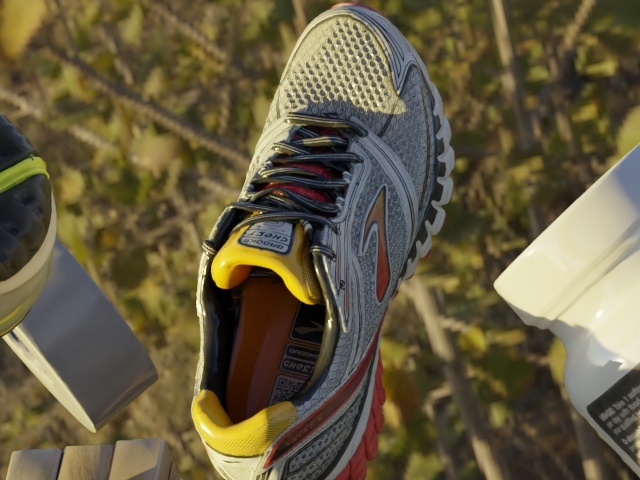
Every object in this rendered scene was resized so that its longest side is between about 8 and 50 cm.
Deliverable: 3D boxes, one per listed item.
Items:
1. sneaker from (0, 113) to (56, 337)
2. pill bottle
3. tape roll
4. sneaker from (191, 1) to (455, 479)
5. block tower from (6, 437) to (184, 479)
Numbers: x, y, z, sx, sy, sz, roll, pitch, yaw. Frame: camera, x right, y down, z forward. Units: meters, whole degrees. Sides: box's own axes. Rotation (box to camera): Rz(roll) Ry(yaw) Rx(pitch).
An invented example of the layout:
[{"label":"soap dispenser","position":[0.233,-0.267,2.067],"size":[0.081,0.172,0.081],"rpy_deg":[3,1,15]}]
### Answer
[{"label":"sneaker","position":[-0.317,0.027,0.845],"size":[0.384,0.147,0.145],"rpy_deg":[-1,63,-3]},{"label":"pill bottle","position":[0.240,0.081,0.999],"size":[0.162,0.278,0.162],"rpy_deg":[-42,-6,-6]},{"label":"tape roll","position":[-0.232,0.056,1.472],"size":[0.072,0.219,0.219],"rpy_deg":[-41,34,-13]},{"label":"sneaker","position":[0.000,0.000,0.749],"size":[0.088,0.093,0.225],"rpy_deg":[2,70,20]},{"label":"block tower","position":[-0.096,0.245,1.017],"size":[0.091,0.335,0.097],"rpy_deg":[-5,46,12]}]
